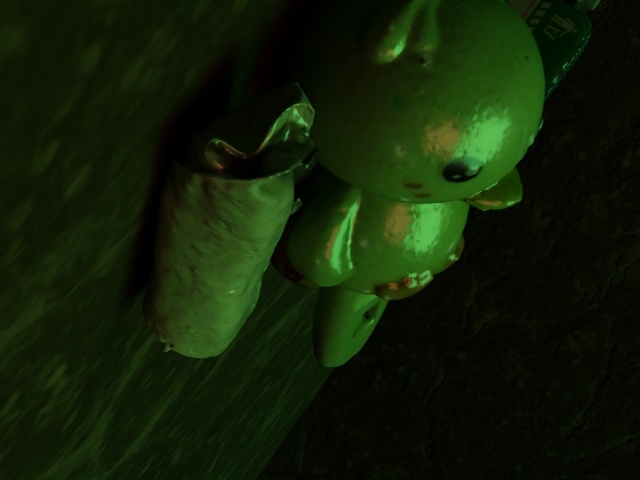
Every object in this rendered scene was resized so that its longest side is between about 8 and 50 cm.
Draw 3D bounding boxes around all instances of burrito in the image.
[{"bbox_3d":[-0.050,-0.005,0.608,0.087,0.060,0.226,-49,172,-30],"label":"burrito"}]

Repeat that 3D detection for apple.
[{"bbox_3d":[0.000,0.000,0.893,0.084,0.071,0.084,-52,173,-9],"label":"apple"}]

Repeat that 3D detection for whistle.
[{"bbox_3d":[0.050,-0.025,0.645,0.141,0.141,0.294,-47,147,-42],"label":"whistle"}]

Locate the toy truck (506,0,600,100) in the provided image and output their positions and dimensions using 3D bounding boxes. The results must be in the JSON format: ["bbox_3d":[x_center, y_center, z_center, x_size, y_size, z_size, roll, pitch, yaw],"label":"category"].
[{"bbox_3d":[0.103,-0.134,0.756,0.253,0.124,0.114,-53,175,8],"label":"toy truck"}]
